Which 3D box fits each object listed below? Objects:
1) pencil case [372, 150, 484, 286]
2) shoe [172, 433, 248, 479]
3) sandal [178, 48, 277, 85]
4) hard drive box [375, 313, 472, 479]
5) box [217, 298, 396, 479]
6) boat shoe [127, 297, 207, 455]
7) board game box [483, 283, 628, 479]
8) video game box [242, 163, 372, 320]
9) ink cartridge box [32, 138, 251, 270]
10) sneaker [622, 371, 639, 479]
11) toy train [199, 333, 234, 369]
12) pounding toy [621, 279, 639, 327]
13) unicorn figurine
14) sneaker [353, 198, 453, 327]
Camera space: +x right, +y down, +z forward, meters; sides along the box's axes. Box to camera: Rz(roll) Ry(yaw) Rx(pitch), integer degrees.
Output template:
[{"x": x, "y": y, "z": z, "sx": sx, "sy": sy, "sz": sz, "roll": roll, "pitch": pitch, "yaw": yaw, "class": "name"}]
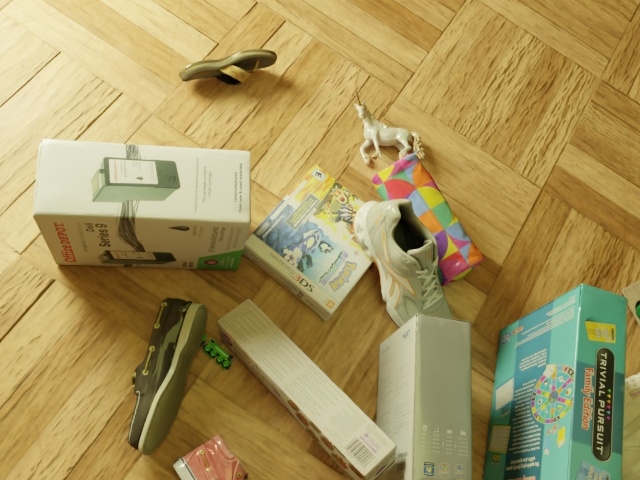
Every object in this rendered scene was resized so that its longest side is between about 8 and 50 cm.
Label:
[{"x": 0.182, "y": -0.039, "z": 1.178, "sx": 0.104, "sy": 0.104, "sz": 0.236, "roll": -27, "pitch": 81, "yaw": -22, "class": "pencil case"}, {"x": -0.127, "y": 0.363, "z": 0.959, "sx": 0.081, "sy": 0.063, "sz": 0.178, "roll": -33, "pitch": 74, "yaw": -18, "class": "shoe"}, {"x": -0.163, "y": -0.303, "z": 1.235, "sx": 0.180, "sy": 0.072, "sz": 0.049, "roll": -16, "pitch": 88, "yaw": -18, "class": "sandal"}, {"x": 0.147, "y": 0.247, "z": 1.010, "sx": 0.089, "sy": 0.181, "sz": 0.232, "roll": 9, "pitch": 66, "yaw": -10, "class": "hard drive box"}, {"x": -0.026, "y": 0.214, "z": 0.988, "sx": 0.067, "sy": 0.063, "sz": 0.324, "roll": -36, "pitch": 59, "yaw": -25, "class": "box"}, {"x": -0.234, "y": 0.194, "z": 1.002, "sx": 0.068, "sy": 0.081, "sz": 0.228, "roll": 12, "pitch": 68, "yaw": 13, "class": "boat shoe"}, {"x": 0.337, "y": 0.265, "z": 1.007, "sx": 0.079, "sy": 0.254, "sz": 0.336, "roll": 17, "pitch": 65, "yaw": -6, "class": "board game box"}, {"x": 0.000, "y": 0.000, "z": 1.154, "sx": 0.187, "sy": 0.048, "sz": 0.205, "roll": 39, "pitch": 64, "yaw": 2, "class": "video game box"}, {"x": -0.258, "y": -0.044, "z": 1.022, "sx": 0.289, "sy": 0.211, "sz": 0.122, "roll": 2, "pitch": 69, "yaw": -11, "class": "ink cartridge box"}, {"x": 0.531, "y": 0.262, "z": 1.130, "sx": 0.152, "sy": 0.114, "sz": 0.305, "roll": 43, "pitch": 65, "yaw": 5, "class": "sneaker"}, {"x": -0.168, "y": 0.167, "z": 1.060, "sx": 0.083, "sy": 0.017, "sz": 0.024, "roll": 39, "pitch": 54, "yaw": 5, "class": "toy train"}, {"x": 0.624, "y": 0.121, "z": 1.220, "sx": 0.141, "sy": 0.100, "sz": 0.130, "roll": -15, "pitch": 71, "yaw": -19, "class": "pounding toy"}, {"x": 0.114, "y": -0.192, "z": 1.262, "sx": 0.161, "sy": 0.060, "sz": 0.111, "roll": 16, "pitch": 63, "yaw": -24, "class": "unicorn figurine"}, {"x": 0.151, "y": 0.051, "z": 1.101, "sx": 0.099, "sy": 0.121, "sz": 0.262, "roll": -35, "pitch": 99, "yaw": -28, "class": "sneaker"}]
